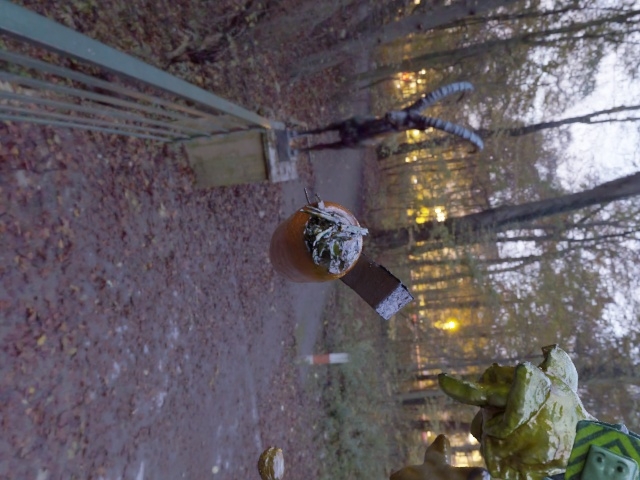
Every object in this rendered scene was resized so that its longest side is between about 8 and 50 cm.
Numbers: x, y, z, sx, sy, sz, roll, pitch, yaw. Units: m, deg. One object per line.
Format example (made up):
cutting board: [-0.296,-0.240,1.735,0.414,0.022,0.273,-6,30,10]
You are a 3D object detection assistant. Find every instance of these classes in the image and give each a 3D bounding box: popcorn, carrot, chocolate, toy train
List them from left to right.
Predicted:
carrot: [0.000,0.000,1.166,0.331,0.193,0.214,166,-57,-73]
chocolate: [0.136,0.117,1.460,0.321,0.112,0.112,38,-8,49]
popcorn: [0.462,0.401,1.097,0.326,0.320,0.290,82,-3,-51]
toy train: [0.370,0.329,0.639,0.330,0.138,0.178,37,72,-53]

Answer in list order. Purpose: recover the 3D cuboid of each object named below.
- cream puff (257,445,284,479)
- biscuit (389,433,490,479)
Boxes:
cream puff: [-0.206,0.925,1.987,0.126,0.103,0.144,-57,141,-73]
biscuit: [0.241,0.493,0.995,0.047,0.164,0.208,57,-10,-3]
